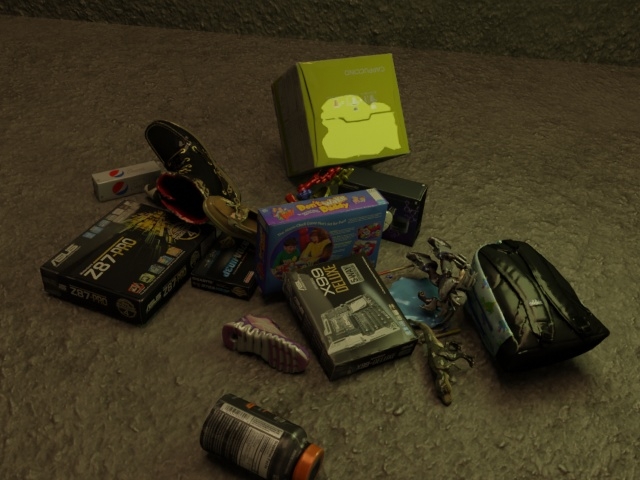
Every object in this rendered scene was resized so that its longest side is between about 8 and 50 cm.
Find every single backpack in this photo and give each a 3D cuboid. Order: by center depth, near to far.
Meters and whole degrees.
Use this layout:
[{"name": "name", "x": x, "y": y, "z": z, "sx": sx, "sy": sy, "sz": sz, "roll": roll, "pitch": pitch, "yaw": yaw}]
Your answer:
[{"name": "backpack", "x": 0.516, "y": 0.160, "z": 1.750, "sx": 0.290, "sy": 0.273, "sz": 0.355, "roll": -11, "pitch": 61, "yaw": -16}]

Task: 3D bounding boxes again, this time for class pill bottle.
[{"name": "pill bottle", "x": -0.117, "y": 0.424, "z": 1.395, "sx": 0.246, "sy": 0.130, "sz": 0.130, "roll": 20, "pitch": 39, "yaw": 19}]

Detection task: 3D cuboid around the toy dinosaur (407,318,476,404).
[{"name": "toy dinosaur", "x": 0.311, "y": 0.284, "z": 1.681, "sx": 0.118, "sy": 0.064, "sz": 0.268, "roll": -1, "pitch": 39, "yaw": -13}]

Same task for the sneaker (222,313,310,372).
[{"name": "sneaker", "x": -0.124, "y": 0.244, "z": 1.675, "sx": 0.236, "sy": 0.095, "sz": 0.104, "roll": 20, "pitch": 31, "yaw": 21}]

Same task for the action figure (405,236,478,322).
[{"name": "action figure", "x": 0.326, "y": 0.099, "z": 1.804, "sx": 0.099, "sy": 0.185, "sz": 0.285, "roll": 32, "pitch": 19, "yaw": -23}]

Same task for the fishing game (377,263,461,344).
[{"name": "fishing game", "x": 0.274, "y": 0.171, "z": 1.857, "sx": 0.189, "sy": 0.041, "sz": 0.264, "roll": -15, "pitch": 49, "yaw": -24}]

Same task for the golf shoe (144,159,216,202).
[{"name": "golf shoe", "x": -0.462, "y": -0.212, "z": 2.244, "sx": 0.120, "sy": 0.105, "sz": 0.273, "roll": 20, "pitch": 38, "yaw": 31}]

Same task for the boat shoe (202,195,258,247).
[{"name": "boat shoe", "x": -0.196, "y": -0.052, "z": 1.899, "sx": 0.285, "sy": 0.089, "sz": 0.104, "roll": 30, "pitch": 41, "yaw": -21}]

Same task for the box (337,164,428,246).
[{"name": "box", "x": 0.188, "y": -0.109, "z": 2.103, "sx": 0.261, "sy": 0.184, "sz": 0.103, "roll": 16, "pitch": 37, "yaw": 15}]

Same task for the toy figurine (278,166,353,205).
[{"name": "toy figurine", "x": 0.042, "y": -0.078, "z": 2.004, "sx": 0.191, "sy": 0.217, "sz": 0.362, "roll": -40, "pitch": 15, "yaw": -12}]

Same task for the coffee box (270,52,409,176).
[{"name": "coffee box", "x": 0.058, "y": -0.413, "z": 2.267, "sx": 0.338, "sy": 0.338, "sz": 0.334, "roll": -11, "pitch": 3, "yaw": -18}]

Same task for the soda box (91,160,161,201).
[{"name": "soda box", "x": -0.639, "y": -0.198, "z": 2.224, "sx": 0.216, "sy": 0.073, "sz": 0.069, "roll": -18, "pitch": 42, "yaw": -28}]

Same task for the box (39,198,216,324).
[{"name": "box", "x": -0.523, "y": 0.047, "z": 1.888, "sx": 0.318, "sy": 0.097, "sz": 0.395, "roll": 15, "pitch": 36, "yaw": 17}]

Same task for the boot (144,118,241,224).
[{"name": "boot", "x": -0.417, "y": -0.205, "z": 2.018, "sx": 0.377, "sy": 0.138, "sz": 0.284, "roll": 49, "pitch": 16, "yaw": -6}]

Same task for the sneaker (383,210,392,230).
[{"name": "sneaker", "x": 0.149, "y": -0.044, "z": 2.062, "sx": 0.158, "sy": 0.061, "sz": 0.065, "roll": -38, "pitch": 23, "yaw": 13}]

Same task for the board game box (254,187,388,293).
[{"name": "board game box", "x": 0.000, "y": 0.000, "z": 1.818, "sx": 0.347, "sy": 0.233, "sz": 0.078, "roll": -11, "pitch": 41, "yaw": -23}]

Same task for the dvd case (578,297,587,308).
[{"name": "dvd case", "x": 0.705, "y": 0.186, "z": 1.904, "sx": 0.087, "sy": 0.013, "sz": 0.119, "roll": -4, "pitch": 37, "yaw": -12}]

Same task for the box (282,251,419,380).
[{"name": "box", "x": 0.071, "y": 0.186, "z": 1.736, "sx": 0.243, "sy": 0.076, "sz": 0.307, "roll": -13, "pitch": 51, "yaw": -23}]

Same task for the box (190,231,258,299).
[{"name": "box", "x": -0.247, "y": 0.069, "z": 1.926, "sx": 0.175, "sy": 0.051, "sz": 0.220, "roll": 13, "pitch": 37, "yaw": 11}]
